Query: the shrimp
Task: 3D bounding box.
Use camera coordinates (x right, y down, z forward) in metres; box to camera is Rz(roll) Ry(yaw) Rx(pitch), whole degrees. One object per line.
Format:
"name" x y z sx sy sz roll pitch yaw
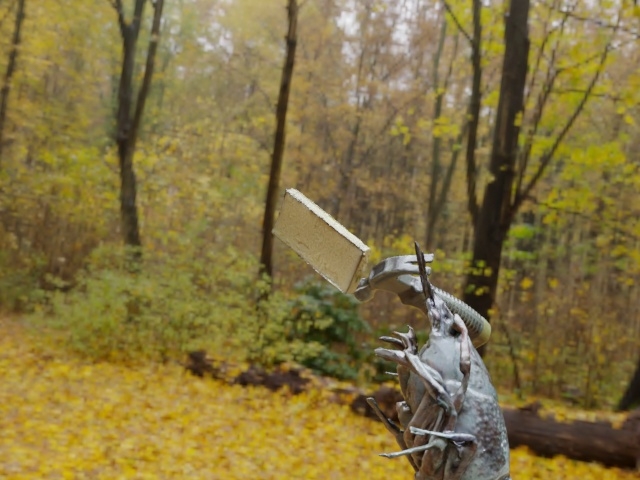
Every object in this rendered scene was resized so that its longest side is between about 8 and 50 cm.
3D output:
"shrimp" 0.128 0.189 0.995 0.137 0.372 0.172 -22 -6 11

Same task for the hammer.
"hammer" 0.180 0.100 1.432 0.226 0.041 0.158 33 -37 -19

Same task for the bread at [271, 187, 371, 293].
"bread" 0.000 0.000 1.128 0.028 0.068 0.153 -6 36 -47
